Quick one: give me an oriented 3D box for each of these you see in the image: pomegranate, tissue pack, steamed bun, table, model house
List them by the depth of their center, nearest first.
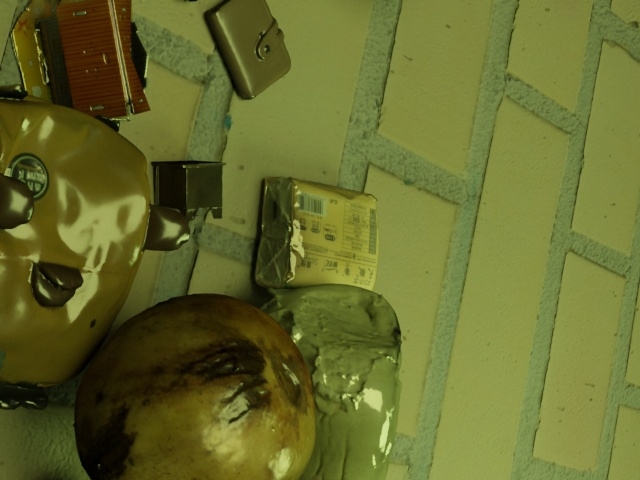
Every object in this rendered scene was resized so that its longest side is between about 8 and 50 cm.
[{"bbox_3d":[-0.152,0.220,1.480,0.322,0.322,0.322,-2,93,-47],"label":"pomegranate"},{"bbox_3d":[-0.282,-0.261,1.552,0.207,0.136,0.219,-16,103,-44],"label":"model house"},{"bbox_3d":[-0.190,-0.073,1.706,0.083,0.070,0.082,-6,100,-47],"label":"table"},{"bbox_3d":[-0.014,0.236,1.747,0.233,0.334,0.312,7,110,-5],"label":"steamed bun"},{"bbox_3d":[0.000,0.000,1.895,0.222,0.090,0.186,10,82,-48],"label":"tissue pack"}]

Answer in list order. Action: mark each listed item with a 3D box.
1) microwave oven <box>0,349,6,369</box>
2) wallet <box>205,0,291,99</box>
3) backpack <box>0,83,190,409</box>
[{"bbox_3d":[-0.504,0.169,1.212,0.295,0.181,0.237,14,76,-2],"label":"microwave oven"},{"bbox_3d":[-0.106,-0.305,1.809,0.118,0.038,0.153,-44,120,-34],"label":"wallet"},{"bbox_3d":[-0.358,0.010,1.437,0.353,0.201,0.378,9,86,-46],"label":"backpack"}]
